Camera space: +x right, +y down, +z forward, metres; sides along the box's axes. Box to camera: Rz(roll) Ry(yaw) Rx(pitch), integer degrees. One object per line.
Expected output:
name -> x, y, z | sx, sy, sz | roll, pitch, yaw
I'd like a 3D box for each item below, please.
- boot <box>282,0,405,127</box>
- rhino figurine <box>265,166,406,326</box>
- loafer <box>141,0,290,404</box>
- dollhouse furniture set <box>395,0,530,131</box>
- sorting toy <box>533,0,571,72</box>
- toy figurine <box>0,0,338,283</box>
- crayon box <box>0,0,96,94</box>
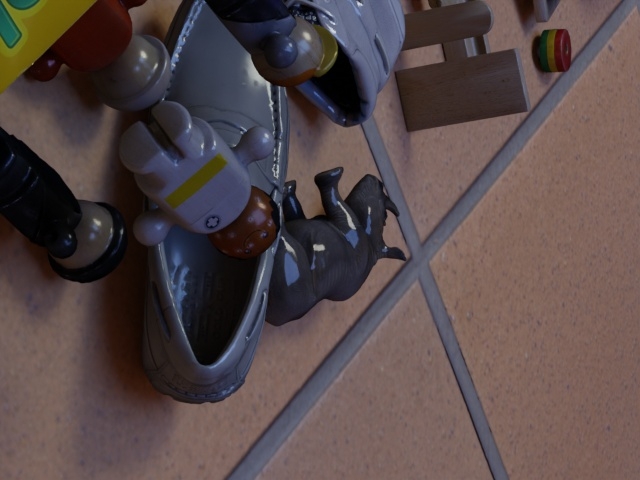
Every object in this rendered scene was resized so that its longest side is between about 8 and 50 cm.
boot -> -0.005, -0.214, 1.480 | 0.258, 0.095, 0.123 | 56, 34, -36
rhino figurine -> 0.000, 0.000, 1.466 | 0.243, 0.073, 0.106 | -20, 96, -57
loafer -> -0.072, -0.043, 1.309 | 0.112, 0.111, 0.319 | 4, 76, -11
dollhouse furniture set -> 0.154, -0.193, 1.697 | 0.151, 0.123, 0.144 | -24, 104, -56
sorting toy -> 0.253, -0.322, 1.910 | 0.132, 0.046, 0.274 | -55, 139, -56
toy figurine -> -0.109, -0.082, 1.193 | 0.148, 0.209, 0.213 | 47, 47, -49
crayon box -> -0.235, -0.259, 1.043 | 0.363, 0.106, 0.313 | -50, 125, -28
